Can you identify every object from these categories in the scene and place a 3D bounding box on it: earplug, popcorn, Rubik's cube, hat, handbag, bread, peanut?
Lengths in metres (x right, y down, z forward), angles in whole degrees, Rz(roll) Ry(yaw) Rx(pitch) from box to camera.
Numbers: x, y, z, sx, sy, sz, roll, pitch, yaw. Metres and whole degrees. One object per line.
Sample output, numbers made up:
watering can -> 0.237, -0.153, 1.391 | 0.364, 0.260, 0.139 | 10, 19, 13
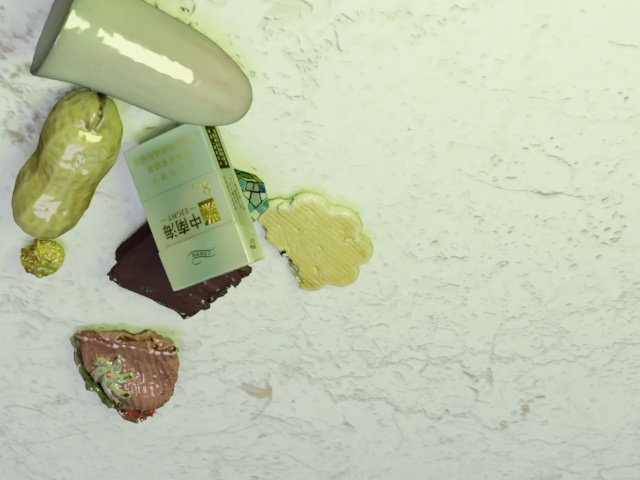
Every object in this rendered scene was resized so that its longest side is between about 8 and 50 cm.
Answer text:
earplug -> -0.229, -0.248, 1.149 | 0.301, 0.172, 0.172 | 23, 133, -29
popcorn -> -0.519, 0.030, 1.520 | 0.082, 0.057, 0.083 | -2, 134, 2
Rubik's cube -> -0.140, -0.068, 1.379 | 0.093, 0.111, 0.111 | -4, 143, 42
hat -> -0.416, 0.308, 1.781 | 0.236, 0.107, 0.286 | 9, 133, 7
handbag -> -0.259, 0.045, 1.520 | 0.216, 0.074, 0.203 | 30, 130, -30
bread -> 0.000, 0.000, 1.488 | 0.181, 0.039, 0.251 | -14, 135, 16
peanut -> -0.406, -0.121, 1.307 | 0.130, 0.130, 0.290 | 25, 126, -24

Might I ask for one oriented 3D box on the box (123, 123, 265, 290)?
box -> -0.202, -0.057, 1.307 | 0.155, 0.067, 0.243 | -21, 89, 23
